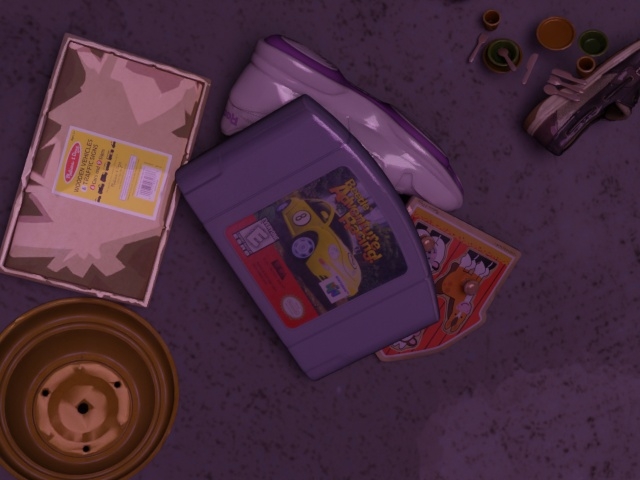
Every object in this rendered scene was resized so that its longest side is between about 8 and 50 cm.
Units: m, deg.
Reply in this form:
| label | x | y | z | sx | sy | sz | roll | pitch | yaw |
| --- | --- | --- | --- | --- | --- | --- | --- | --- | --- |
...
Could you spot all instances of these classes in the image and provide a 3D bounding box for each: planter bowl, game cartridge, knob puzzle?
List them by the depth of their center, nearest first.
| label | x | y | z | sx | sy | sz | roll | pitch | yaw |
| --- | --- | --- | --- | --- | --- | --- | --- | --- | --- |
| planter bowl | -0.252 | 0.170 | 0.979 | 0.217 | 0.090 | 0.217 | 0 | 90 | -16 |
| game cartridge | 0.000 | 0.000 | 1.015 | 0.196 | 0.060 | 0.294 | -30 | 107 | 12 |
| knob puzzle | 0.126 | 0.065 | 1.090 | 0.213 | 0.030 | 0.213 | -8 | 116 | -16 |

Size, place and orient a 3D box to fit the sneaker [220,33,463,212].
| label | x | y | z | sx | sy | sz | roll | pitch | yaw |
| --- | --- | --- | --- | --- | --- | --- | --- | --- | --- |
| sneaker | 0.026 | -0.104 | 1.071 | 0.305 | 0.114 | 0.152 | 32 | 105 | -17 |

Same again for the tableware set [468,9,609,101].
| label | x | y | z | sx | sy | sz | roll | pitch | yaw |
| --- | --- | --- | --- | --- | --- | --- | --- | --- | --- |
| tableware set | 0.266 | -0.238 | 1.134 | 0.154 | 0.024 | 0.104 | 24 | 76 | 13 |

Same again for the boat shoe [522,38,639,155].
| label | x | y | z | sx | sy | sz | roll | pitch | yaw |
| --- | --- | --- | --- | --- | --- | --- | --- | --- | --- |
| boat shoe | 0.359 | -0.179 | 1.160 | 0.224 | 0.080 | 0.073 | -32 | 76 | -9 |

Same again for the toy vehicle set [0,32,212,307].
| label | x | y | z | sx | sy | sz | roll | pitch | yaw |
| --- | --- | --- | --- | --- | --- | --- | --- | --- | --- |
| toy vehicle set | -0.234 | -0.073 | 1.013 | 0.166 | 0.035 | 0.266 | 17 | 85 | -16 |
